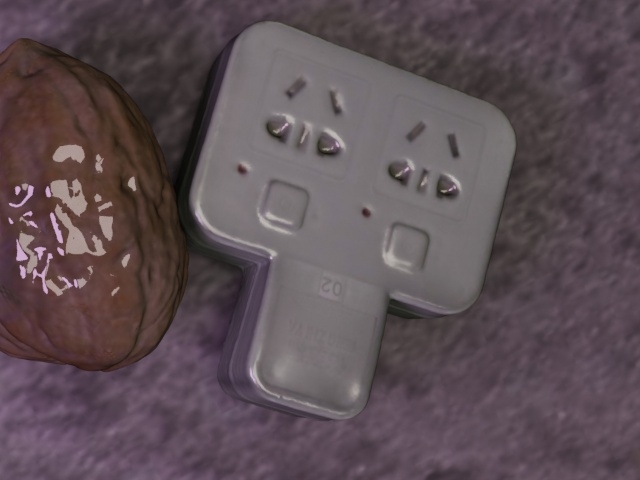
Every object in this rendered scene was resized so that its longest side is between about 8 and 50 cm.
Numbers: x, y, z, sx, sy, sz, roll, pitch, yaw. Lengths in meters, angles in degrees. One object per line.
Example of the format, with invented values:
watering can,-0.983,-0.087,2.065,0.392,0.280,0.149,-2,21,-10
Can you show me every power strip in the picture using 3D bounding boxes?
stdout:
power strip,0.000,0.000,0.996,0.229,0.141,0.261,18,78,-15

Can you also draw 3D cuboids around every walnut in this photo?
walnut,-0.180,-0.023,0.912,0.178,0.178,0.230,-12,100,-11
